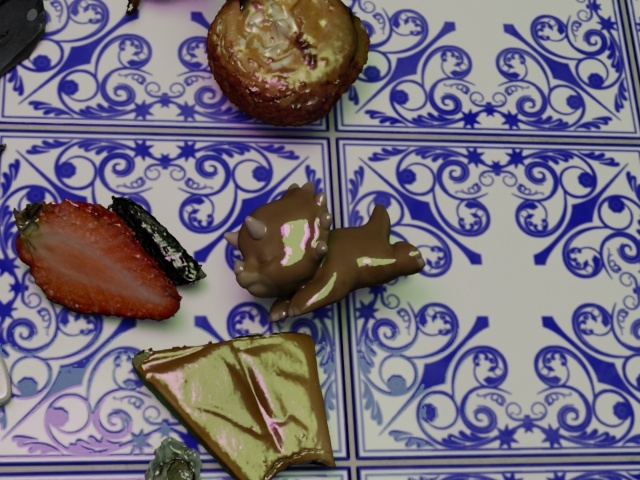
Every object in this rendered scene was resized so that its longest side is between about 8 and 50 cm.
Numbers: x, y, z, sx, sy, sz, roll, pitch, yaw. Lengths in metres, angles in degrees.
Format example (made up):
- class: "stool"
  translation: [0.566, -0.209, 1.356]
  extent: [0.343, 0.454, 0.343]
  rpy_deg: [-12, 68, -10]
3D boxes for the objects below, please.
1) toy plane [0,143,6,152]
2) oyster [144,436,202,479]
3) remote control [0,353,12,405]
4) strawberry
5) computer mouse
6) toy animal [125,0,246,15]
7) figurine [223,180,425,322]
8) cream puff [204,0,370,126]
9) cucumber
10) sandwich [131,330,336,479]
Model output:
- class: "toy plane"
  translation: [-0.504, -0.083, 1.695]
  extent: [0.189, 0.061, 0.130]
  rpy_deg: [-41, 101, -25]
- class: "oyster"
  translation: [-0.189, 0.313, 1.591]
  extent: [0.098, 0.037, 0.100]
  rpy_deg: [46, 45, -8]
- class: "remote control"
  translation: [-0.498, 0.198, 1.588]
  extent: [0.190, 0.029, 0.088]
  rpy_deg: [-17, 70, -16]
- class: "strawberry"
  translation: [-0.299, 0.016, 1.653]
  extent: [0.236, 0.175, 0.107]
  rpy_deg: [49, 28, -22]
- class: "computer mouse"
  translation: [-0.489, -0.297, 1.769]
  extent: [0.071, 0.126, 0.231]
  rpy_deg: [31, 63, 25]
- class: "toy animal"
  translation: [-0.182, -0.409, 1.816]
  extent: [0.087, 0.243, 0.260]
  rpy_deg: [31, 47, -35]
- class: "figurine"
  translation: [-0.003, 0.001, 1.675]
  extent: [0.247, 0.177, 0.173]
  rpy_deg: [-20, 89, -5]
- class: "cream puff"
  translation: [-0.047, -0.275, 1.801]
  extent: [0.240, 0.164, 0.240]
  rpy_deg: [-3, 64, 6]
- class: "cucumber"
  translation: [-0.229, 0.000, 1.709]
  extent: [0.053, 0.053, 0.181]
  rpy_deg: [-39, 76, -22]
- class: "sandwich"
  translation: [-0.114, 0.233, 1.616]
  extent: [0.244, 0.063, 0.212]
  rpy_deg: [-7, 69, -10]
